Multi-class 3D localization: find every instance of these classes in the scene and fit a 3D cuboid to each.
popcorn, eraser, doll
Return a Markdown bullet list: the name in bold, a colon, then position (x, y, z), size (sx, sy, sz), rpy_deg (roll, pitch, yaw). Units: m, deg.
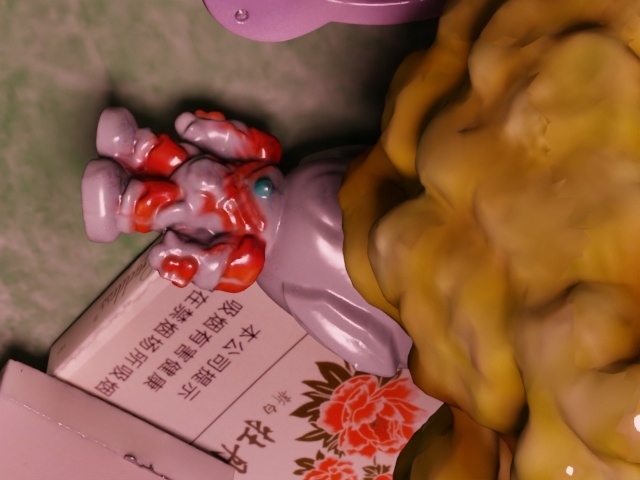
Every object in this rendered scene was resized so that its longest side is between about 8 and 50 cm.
- **popcorn**: position (0.131, 0.030, 0.596), size (0.224, 0.258, 0.270), rpy_deg (-33, 106, -21)
- **eraser**: position (-0.115, 0.116, 0.814), size (0.104, 0.023, 0.150), rpy_deg (28, 132, -15)
- **doll**: position (0.000, 0.000, 0.709), size (0.180, 0.094, 0.079), rpy_deg (18, 146, -16)

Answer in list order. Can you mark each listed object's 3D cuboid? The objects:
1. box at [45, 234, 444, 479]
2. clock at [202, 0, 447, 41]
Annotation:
- **box**: position (0.000, 0.070, 0.796), size (0.198, 0.029, 0.109), rpy_deg (36, 118, -21)
- **clock**: position (-0.003, -0.141, 0.635), size (0.110, 0.050, 0.152), rpy_deg (-17, 123, 12)
